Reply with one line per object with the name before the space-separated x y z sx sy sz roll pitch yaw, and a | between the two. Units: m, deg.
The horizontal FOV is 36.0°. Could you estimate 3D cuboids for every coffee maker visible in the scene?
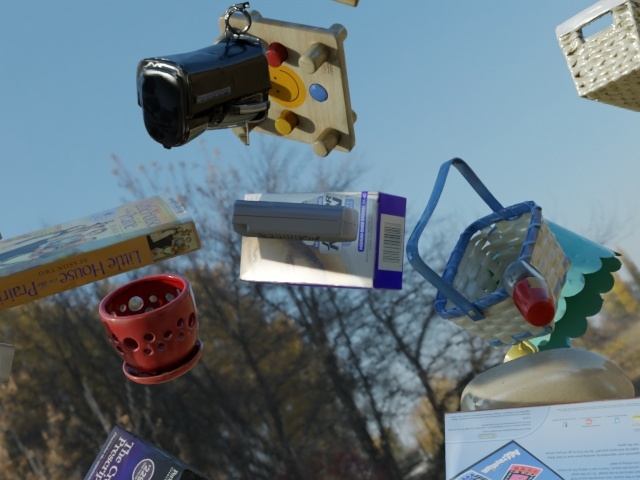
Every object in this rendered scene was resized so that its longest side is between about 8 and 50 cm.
coffee maker | -0.167 -0.230 1.379 0.120 0.171 0.178 -12 9 39

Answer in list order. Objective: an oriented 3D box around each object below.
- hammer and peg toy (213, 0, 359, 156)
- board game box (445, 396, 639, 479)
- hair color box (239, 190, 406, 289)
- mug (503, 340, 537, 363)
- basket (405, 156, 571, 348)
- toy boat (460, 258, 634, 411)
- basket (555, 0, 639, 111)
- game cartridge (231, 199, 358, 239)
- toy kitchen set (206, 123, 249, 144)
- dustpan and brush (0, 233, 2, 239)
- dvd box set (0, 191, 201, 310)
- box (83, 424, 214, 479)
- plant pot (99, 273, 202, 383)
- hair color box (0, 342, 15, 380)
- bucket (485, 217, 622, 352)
hammer and peg toy | -0.063 -0.330 1.787 0.127 0.266 0.361 -52 -33 -38
board game box | 0.275 0.265 1.153 0.281 0.145 0.027 -12 -23 35
hair color box | 0.000 0.000 1.949 0.338 0.185 0.110 0 -5 40
mug | 0.384 0.229 1.836 0.062 0.064 0.078 -47 -42 -4
basket | 0.275 0.030 1.663 0.201 0.289 0.255 -21 29 44
toy boat | 0.339 0.191 1.512 0.267 0.318 0.148 -10 22 3
basket | 0.398 -0.237 1.252 0.167 0.103 0.113 2 -21 -43
game cartridge | -0.037 -0.028 1.593 0.196 0.060 0.294 7 -2 -1
toy kitchen set | -0.158 -0.190 1.647 0.075 0.068 0.083 -6 0 -5
dustpan and brush | -0.495 -0.040 1.164 0.211 0.147 0.060 -2 30 32
dvd box set | -0.445 0.020 1.775 0.420 0.062 0.307 -17 17 -12
box | -0.268 0.412 1.344 0.103 0.184 0.261 41 -108 -43
plant pot | -0.335 0.183 2.009 0.191 0.174 0.191 -13 24 6
hair color box | -0.673 0.227 1.914 0.141 0.072 0.043 14 -8 -23
bucket | 0.453 0.096 1.983 0.281 0.183 0.281 -38 -31 -28
